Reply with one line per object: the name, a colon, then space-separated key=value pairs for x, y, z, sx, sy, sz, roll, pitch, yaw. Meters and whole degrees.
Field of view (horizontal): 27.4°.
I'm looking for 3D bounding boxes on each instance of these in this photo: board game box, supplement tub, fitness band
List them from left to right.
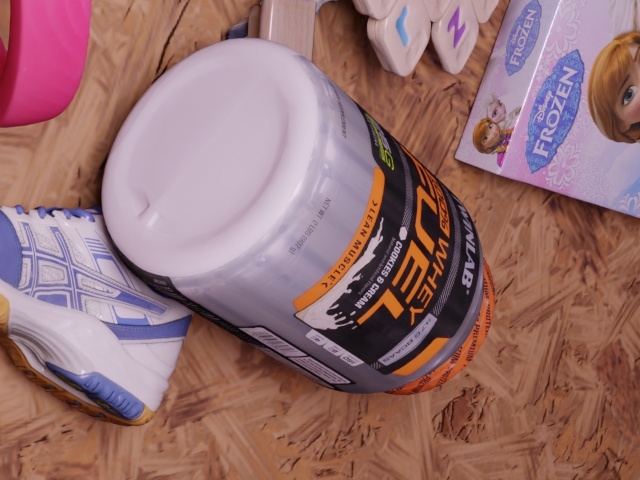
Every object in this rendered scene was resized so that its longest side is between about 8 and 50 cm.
fitness band: x=-0.198 y=-0.212 z=0.781 sx=0.054 sy=0.209 sz=0.291 roll=-14 pitch=116 yaw=-33
supplement tub: x=0.000 y=0.000 z=1.002 sx=0.194 sy=0.193 sz=0.316 roll=-58 pitch=140 yaw=-4
board game box: x=0.307 y=-0.186 z=1.257 sx=0.318 sy=0.066 sz=0.319 roll=12 pitch=100 yaw=-39

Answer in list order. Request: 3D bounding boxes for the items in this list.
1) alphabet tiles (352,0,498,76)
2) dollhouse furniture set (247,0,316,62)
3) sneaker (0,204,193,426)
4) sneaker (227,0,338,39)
alphabet tiles: x=0.103 y=-0.277 z=1.041 sx=0.284 sy=0.021 sz=0.278 roll=-61 pitch=148 yaw=-19
dollhouse furniture set: x=-0.084 y=-0.295 z=0.825 sx=0.303 sy=0.173 sz=0.356 roll=-2 pitch=100 yaw=-35
sneaker: x=-0.210 y=0.014 z=0.945 sx=0.296 sy=0.111 sz=0.131 roll=45 pitch=61 yaw=-40
sneaker: x=-0.021 y=-0.199 z=1.026 sx=0.135 sy=0.052 sz=0.058 roll=-35 pitch=103 yaw=-13
